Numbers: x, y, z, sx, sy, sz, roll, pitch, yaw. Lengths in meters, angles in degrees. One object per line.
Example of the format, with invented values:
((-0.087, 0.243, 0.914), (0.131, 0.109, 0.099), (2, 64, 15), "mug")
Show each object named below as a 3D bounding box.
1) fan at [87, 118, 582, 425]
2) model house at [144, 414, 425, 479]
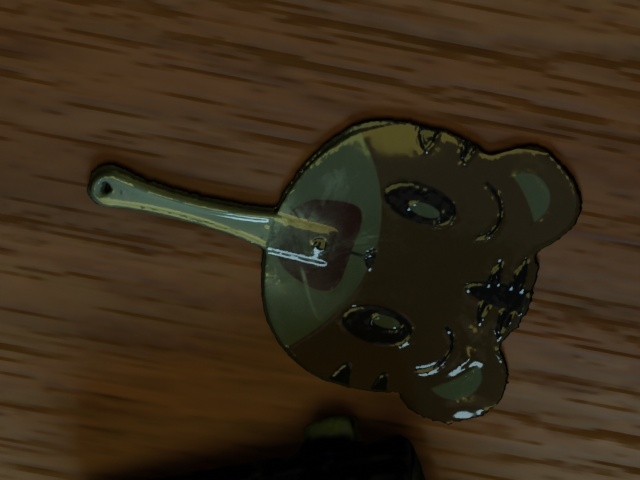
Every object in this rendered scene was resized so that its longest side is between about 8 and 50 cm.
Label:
((0.000, 0.000, 0.876), (0.226, 0.008, 0.153), (16, 113, -5), "fan")
((-0.028, 0.201, 0.913), (0.193, 0.170, 0.211), (-11, 83, 15), "model house")
